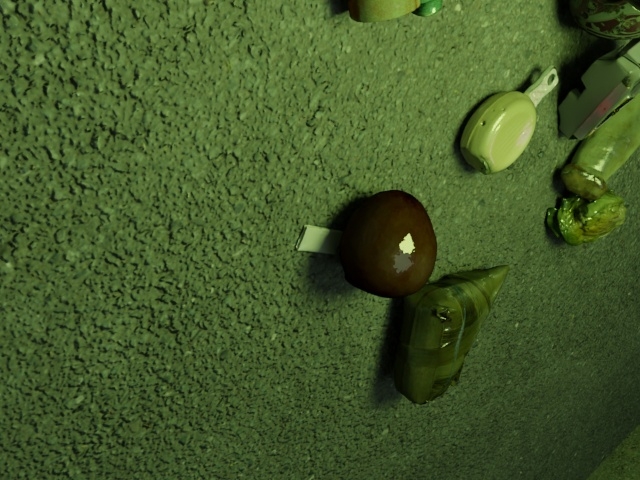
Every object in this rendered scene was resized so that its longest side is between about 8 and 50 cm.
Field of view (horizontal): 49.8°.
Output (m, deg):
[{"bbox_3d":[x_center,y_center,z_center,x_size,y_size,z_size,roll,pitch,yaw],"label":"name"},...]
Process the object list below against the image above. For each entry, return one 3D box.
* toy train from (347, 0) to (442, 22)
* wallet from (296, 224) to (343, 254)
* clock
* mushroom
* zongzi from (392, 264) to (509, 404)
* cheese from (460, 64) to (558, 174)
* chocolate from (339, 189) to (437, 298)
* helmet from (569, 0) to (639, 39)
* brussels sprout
[{"bbox_3d":[0.089,-0.410,0.855,0.177,0.116,0.285,-23,130,-12],"label":"toy train"},{"bbox_3d":[0.000,0.000,1.093,0.083,0.011,0.044,8,110,-42],"label":"wallet"},{"bbox_3d":[0.552,-0.302,1.270,0.186,0.083,0.253,-37,168,-17],"label":"clock"},{"bbox_3d":[0.610,-0.216,1.416,0.100,0.081,0.312,41,82,-10],"label":"mushroom"},{"bbox_3d":[0.264,0.181,1.353,0.274,0.125,0.250,-16,124,-40],"label":"zongzi"},{"bbox_3d":[0.340,-0.218,1.206,0.227,0.064,0.137,-46,139,-6],"label":"cheese"},{"bbox_3d":[0.114,0.004,1.089,0.177,0.177,0.176,-21,127,-30],"label":"chocolate"},{"bbox_3d":[0.499,-0.395,1.166,0.153,0.177,0.107,-41,160,-39],"label":"helmet"},{"bbox_3d":[0.579,-0.054,1.490,0.181,0.100,0.139,-12,133,-36],"label":"brussels sprout"}]
